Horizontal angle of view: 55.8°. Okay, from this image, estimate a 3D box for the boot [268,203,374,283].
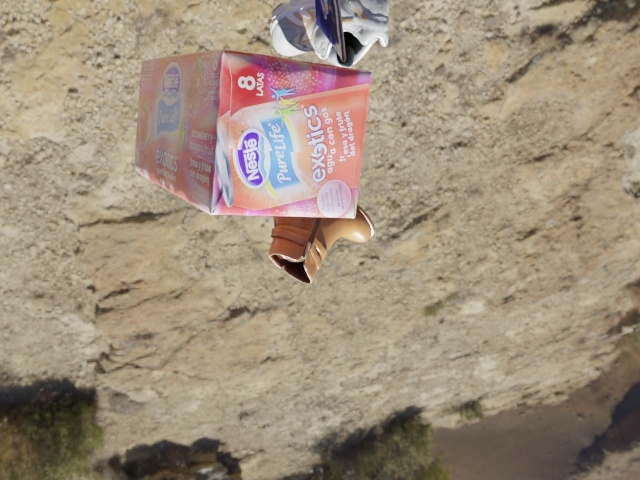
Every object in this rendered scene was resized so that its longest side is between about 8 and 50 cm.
[{"bbox_3d":[0.000,0.000,0.941,0.197,0.152,0.073,29,144,-29],"label":"boot"}]

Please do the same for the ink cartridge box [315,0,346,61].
[{"bbox_3d":[-0.028,-0.368,0.636,0.072,0.303,0.307,-4,116,-4],"label":"ink cartridge box"}]

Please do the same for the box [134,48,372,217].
[{"bbox_3d":[-0.092,-0.120,0.655,0.154,0.300,0.142,0,103,-28],"label":"box"}]

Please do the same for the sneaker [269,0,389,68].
[{"bbox_3d":[0.006,-0.311,0.922,0.099,0.121,0.262,-3,179,-34],"label":"sneaker"}]
